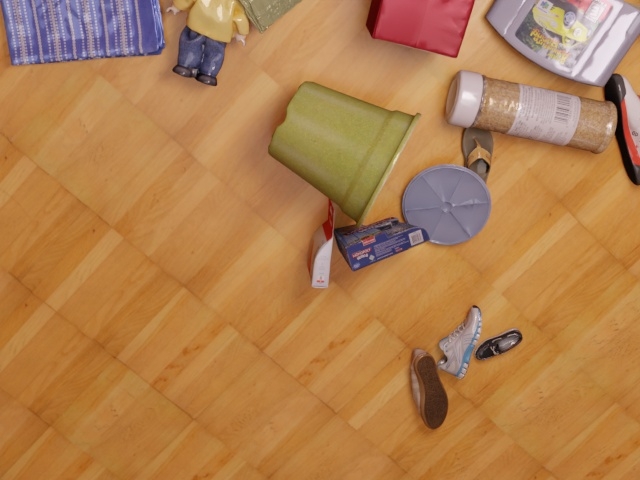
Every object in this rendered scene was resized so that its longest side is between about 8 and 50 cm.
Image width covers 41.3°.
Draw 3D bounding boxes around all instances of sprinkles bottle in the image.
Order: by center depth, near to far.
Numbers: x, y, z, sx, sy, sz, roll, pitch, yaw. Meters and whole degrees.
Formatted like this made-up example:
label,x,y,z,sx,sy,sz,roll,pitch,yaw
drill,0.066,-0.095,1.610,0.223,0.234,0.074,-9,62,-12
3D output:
label,x,y,z,sx,sy,sz,roll,pitch,yaw
sprinkles bottle,0.457,-0.279,1.853,0.355,0.121,0.121,11,106,-6

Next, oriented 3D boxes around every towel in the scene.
label,x,y,z,sx,sy,sz,roll,pitch,yaw
towel,-0.100,-0.515,1.767,0.148,0.027,0.110,-44,128,-13
towel,-0.507,-0.500,1.788,0.336,0.040,0.243,-5,106,-1

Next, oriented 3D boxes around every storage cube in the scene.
label,x,y,z,sx,sy,sz,roll,pitch,yaw
storage cube,0.206,-0.499,1.732,0.184,0.215,0.193,12,112,-7

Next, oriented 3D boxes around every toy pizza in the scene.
label,x,y,z,sx,sy,sz,roll,pitch,yaw
toy pizza,0.288,-0.083,1.941,0.201,0.032,0.201,3,116,6

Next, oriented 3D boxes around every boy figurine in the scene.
label,x,y,z,sx,sy,sz,roll,pitch,yaw
boy figurine,-0.231,-0.476,1.781,0.177,0.092,0.285,16,105,-7

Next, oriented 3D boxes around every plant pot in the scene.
label,x,y,z,sx,sy,sz,roll,pitch,yaw
plant pot,0.038,-0.204,1.807,0.254,0.276,0.276,28,104,2

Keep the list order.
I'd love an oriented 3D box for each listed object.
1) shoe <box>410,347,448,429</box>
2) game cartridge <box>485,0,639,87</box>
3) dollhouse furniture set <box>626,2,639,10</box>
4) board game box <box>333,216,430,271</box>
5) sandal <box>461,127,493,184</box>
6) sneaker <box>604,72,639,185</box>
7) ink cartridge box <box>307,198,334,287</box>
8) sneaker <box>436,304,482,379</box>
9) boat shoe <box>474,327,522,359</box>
label,x,y,z,sx,sy,sz,roll,pitch,yaw
shoe,0.263,0.362,2.083,0.077,0.058,0.219,-19,112,-17
game cartridge,0.508,-0.458,1.787,0.294,0.060,0.196,34,108,10
dollhouse furniture set,0.659,-0.531,1.834,0.151,0.123,0.144,22,108,28
board game box,0.114,-0.005,1.907,0.194,0.194,0.060,-21,105,-17
sandal,0.355,-0.176,1.918,0.072,0.049,0.180,1,108,-2
sneaker,0.733,-0.267,1.888,0.145,0.090,0.270,-22,110,3
ink cartridge box,0.000,0.000,1.907,0.045,0.145,0.179,1,107,-5
sneaker,0.330,0.240,2.038,0.083,0.071,0.190,16,106,-1
boat shoe,0.433,0.257,2.061,0.125,0.038,0.046,-27,106,6
